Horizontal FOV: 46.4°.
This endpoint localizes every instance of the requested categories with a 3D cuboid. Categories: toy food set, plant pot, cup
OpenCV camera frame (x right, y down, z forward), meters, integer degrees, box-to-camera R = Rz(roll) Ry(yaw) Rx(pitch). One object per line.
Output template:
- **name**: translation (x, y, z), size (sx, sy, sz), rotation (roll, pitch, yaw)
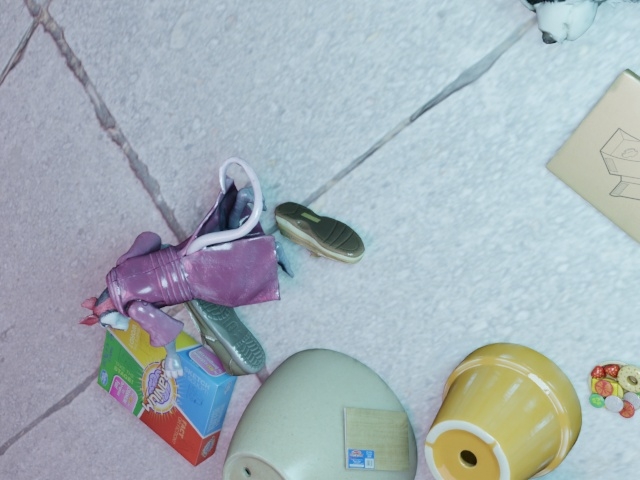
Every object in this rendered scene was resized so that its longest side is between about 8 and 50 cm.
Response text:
- **toy food set**: translation (0.418, 0.208, 1.050), size (0.083, 0.020, 0.082), rotation (6, 109, 34)
- **plant pot**: translation (0.251, 0.279, 1.089), size (0.205, 0.188, 0.205), rotation (13, 113, 32)
- **cup**: translation (-0.031, 0.385, 1.301), size (0.331, 0.237, 0.331), rotation (12, 112, 32)

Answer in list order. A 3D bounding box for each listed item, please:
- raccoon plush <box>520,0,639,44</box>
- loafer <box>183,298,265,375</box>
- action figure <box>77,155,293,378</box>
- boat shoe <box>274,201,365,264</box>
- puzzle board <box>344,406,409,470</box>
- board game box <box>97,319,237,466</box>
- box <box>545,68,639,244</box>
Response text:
- **raccoon plush**: translation (0.390, -0.409, 0.807), size (0.299, 0.216, 0.446), rotation (38, 96, 36)
- **loafer**: translation (-0.210, 0.163, 1.444), size (0.087, 0.094, 0.251), rotation (-39, 82, 34)
- **action figure**: translation (-0.238, 0.065, 1.264), size (0.275, 0.370, 0.248), rotation (87, 160, -66)
- **boat shoe**: translation (0.000, 0.000, 1.262), size (0.190, 0.068, 0.072), rotation (32, 137, 37)
- **puzzle board**: translation (0.092, 0.326, 1.224), size (0.011, 0.128, 0.096), rotation (-27, 57, 52)
- **board game box**: translation (-0.335, 0.294, 1.600), size (0.317, 0.064, 0.242), rotation (32, 122, 24)
- **box**: translation (0.414, -0.093, 0.948), size (0.201, 0.021, 0.164), rotation (44, 126, 17)
